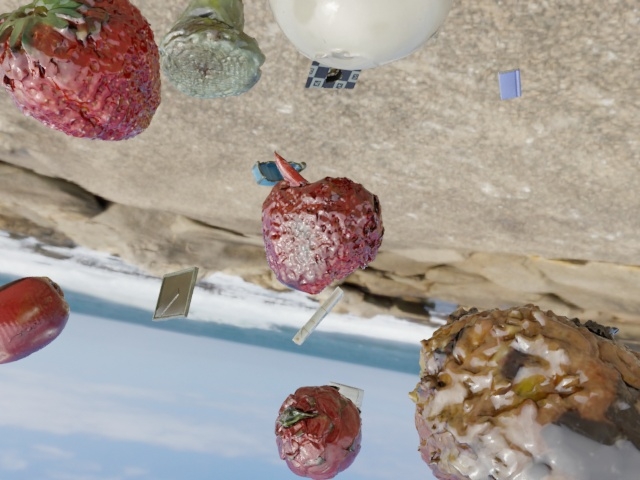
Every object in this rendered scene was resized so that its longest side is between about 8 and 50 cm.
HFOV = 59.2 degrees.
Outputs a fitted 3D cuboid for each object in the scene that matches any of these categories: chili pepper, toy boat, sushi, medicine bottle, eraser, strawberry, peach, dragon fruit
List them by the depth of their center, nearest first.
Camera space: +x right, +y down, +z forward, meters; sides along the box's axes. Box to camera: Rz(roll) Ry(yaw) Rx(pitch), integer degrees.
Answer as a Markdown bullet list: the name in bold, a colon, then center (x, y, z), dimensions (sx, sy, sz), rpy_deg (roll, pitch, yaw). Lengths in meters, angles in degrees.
- **strawberry**: center (-0.391, -0.284, 0.961), dimensions (0.249, 0.239, 0.288), rpy_deg (-19, 145, 8)
- **strawberry**: center (0.000, 0.000, 1.169), dimensions (0.273, 0.221, 0.274), rpy_deg (8, 158, 3)
- **peach**: center (-0.716, 0.191, 1.286), dimensions (0.267, 0.159, 0.154), rpy_deg (-23, 155, -23)
- **chili pepper**: center (-0.040, -0.137, 1.520), dimensions (0.268, 0.050, 0.059), rpy_deg (44, 171, -21)
- **dragon fruit**: center (0.003, 0.508, 1.522), dimensions (0.244, 0.245, 0.298), rpy_deg (4, -177, 27)
- **toy boat**: center (-0.124, -0.215, 1.737), dimensions (0.185, 0.075, 0.077), rpy_deg (-7, 161, -47)
- **eraser**: center (0.585, -0.483, 1.740), dimensions (0.063, 0.027, 0.085), rpy_deg (-7, 121, 17)
- **sushi**: center (0.051, -0.593, 1.818), dimensions (0.192, 0.051, 0.215), rpy_deg (-6, 144, -26)
- **medicine bottle**: center (0.059, 0.608, 1.882), dimensions (0.144, 0.252, 0.144), rpy_deg (11, 170, 2)

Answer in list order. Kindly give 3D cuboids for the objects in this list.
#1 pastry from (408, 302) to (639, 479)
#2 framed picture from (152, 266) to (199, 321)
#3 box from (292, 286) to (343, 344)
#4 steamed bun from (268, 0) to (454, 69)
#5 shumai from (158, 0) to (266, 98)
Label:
- **pastry**: center (0.290, 0.234, 0.740), dimensions (0.405, 0.293, 0.337), rpy_deg (17, 163, 42)
- **framed picture**: center (-0.428, 0.160, 1.661), dimensions (0.015, 0.150, 0.203), rpy_deg (24, 155, -36)
- **box**: center (-0.006, 0.247, 1.825), dimensions (0.032, 0.220, 0.122), rpy_deg (40, 172, 8)
- **steamed bun**: center (0.070, -0.519, 1.059), dimensions (0.374, 0.375, 0.241), rpy_deg (6, 151, 18)
- **shumai**: center (-0.326, -0.615, 1.730), dimensions (0.309, 0.264, 0.304), rpy_deg (16, 154, -27)
